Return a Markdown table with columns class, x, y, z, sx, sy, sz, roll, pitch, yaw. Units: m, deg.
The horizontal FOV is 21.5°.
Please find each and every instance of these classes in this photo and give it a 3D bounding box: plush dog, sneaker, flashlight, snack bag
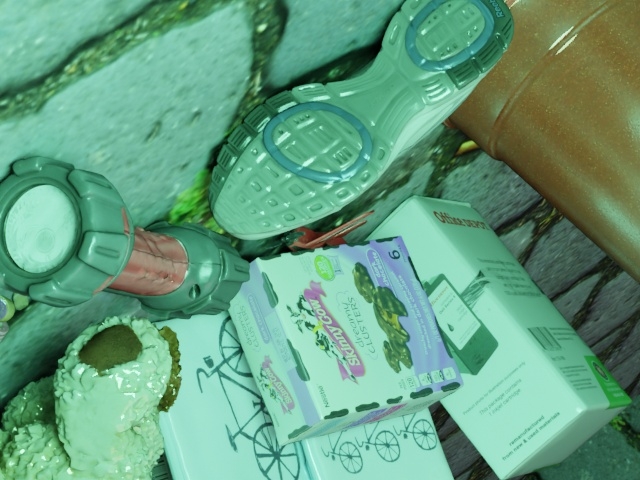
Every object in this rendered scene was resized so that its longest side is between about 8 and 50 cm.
| class | x | y | z | sx | sy | sz | roll | pitch | yaw |
| --- | --- | --- | --- | --- | --- | --- | --- | --- | --- |
| plush dog | -0.203 | 0.180 | 1.406 | 0.262 | 0.210 | 0.225 | -27 | -167 | 8 |
| sneaker | 0.037 | -0.091 | 1.388 | 0.297 | 0.111 | 0.129 | -35 | 166 | -12 |
| flashlight | -0.142 | 0.009 | 1.270 | 0.103 | 0.103 | 0.304 | -47 | 159 | 10 |
| snack bag | -0.013 | 0.195 | 1.598 | 0.342 | 0.323 | 0.037 | -8 | 166 | -44 |

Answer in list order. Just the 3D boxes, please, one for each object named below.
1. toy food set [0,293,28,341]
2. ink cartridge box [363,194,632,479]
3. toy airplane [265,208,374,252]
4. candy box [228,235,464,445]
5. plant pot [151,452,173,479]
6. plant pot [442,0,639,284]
| class | x | y | z | sx | sy | sz | roll | pitch | yaw |
| --- | --- | --- | --- | --- | --- | --- | --- | --- | --- |
| toy food set | -0.272 | 0.075 | 1.287 | 0.122 | 0.019 | 0.078 | -33 | 160 | -20 |
| ink cartridge box | 0.178 | 0.101 | 1.804 | 0.121 | 0.289 | 0.211 | -43 | 161 | 16 |
| toy airplane | 0.000 | 0.000 | 1.624 | 0.151 | 0.028 | 0.151 | -22 | 165 | -6 |
| candy box | 0.021 | 0.091 | 1.591 | 0.196 | 0.165 | 0.070 | -9 | 160 | -44 |
| plant pot | -0.097 | 0.208 | 1.669 | 0.174 | 0.191 | 0.191 | -7 | 142 | -53 |
| plant pot | 0.294 | -0.113 | 1.576 | 0.272 | 0.265 | 0.272 | -36 | 161 | -14 |
